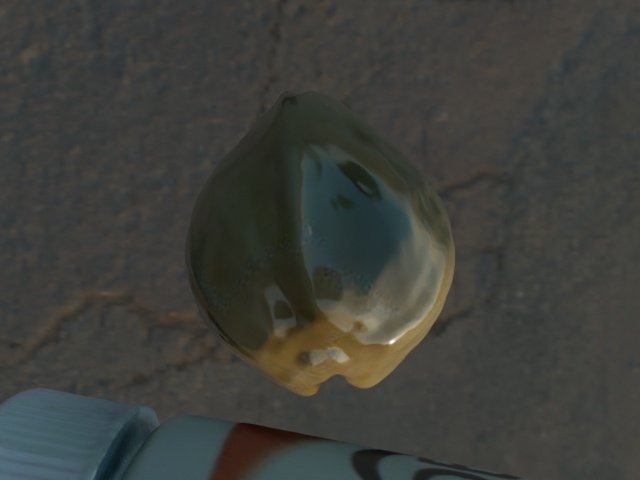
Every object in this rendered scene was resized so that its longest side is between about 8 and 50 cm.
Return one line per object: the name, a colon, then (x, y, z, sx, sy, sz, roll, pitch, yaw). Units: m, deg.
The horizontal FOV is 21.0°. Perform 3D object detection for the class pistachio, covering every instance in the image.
pistachio: (0.000, 0.000, 0.894, 0.238, 0.138, 0.153, -57, 149, -86)

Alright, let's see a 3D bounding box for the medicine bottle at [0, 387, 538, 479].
medicine bottle: (0.000, 0.187, 0.516, 0.252, 0.241, 0.252, 10, 90, -86)
